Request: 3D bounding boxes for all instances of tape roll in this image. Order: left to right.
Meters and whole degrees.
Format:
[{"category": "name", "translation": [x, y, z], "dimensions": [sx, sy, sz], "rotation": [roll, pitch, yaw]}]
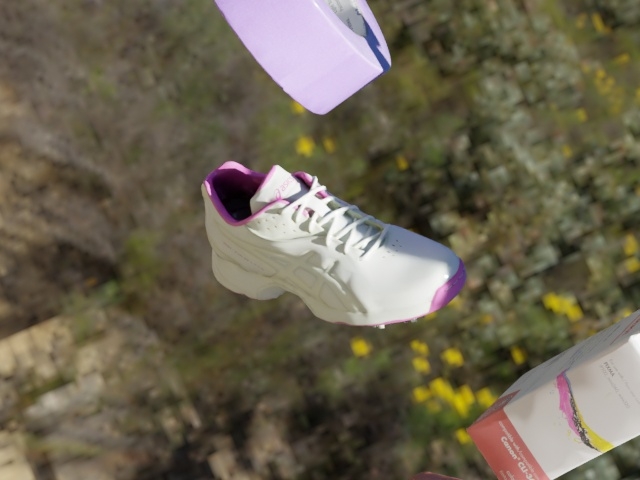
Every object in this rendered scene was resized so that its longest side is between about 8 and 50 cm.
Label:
[{"category": "tape roll", "translation": [-0.037, -0.273, 1.935], "dimensions": [0.275, 0.090, 0.275], "rotation": [50, 17, -22]}]

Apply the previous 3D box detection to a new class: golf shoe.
[{"category": "golf shoe", "translation": [0.000, 0.000, 1.781], "dimensions": [0.306, 0.115, 0.140], "rotation": [9, -46, 34]}]

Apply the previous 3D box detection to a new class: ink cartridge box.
[{"category": "ink cartridge box", "translation": [0.216, 0.102, 1.290], "dimensions": [0.067, 0.198, 0.115], "rotation": [56, 35, 1]}]

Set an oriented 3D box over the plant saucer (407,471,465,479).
[{"category": "plant saucer", "translation": [0.121, 0.371, 1.853], "dimensions": [0.047, 0.258, 0.259], "rotation": [23, -11, -28]}]
